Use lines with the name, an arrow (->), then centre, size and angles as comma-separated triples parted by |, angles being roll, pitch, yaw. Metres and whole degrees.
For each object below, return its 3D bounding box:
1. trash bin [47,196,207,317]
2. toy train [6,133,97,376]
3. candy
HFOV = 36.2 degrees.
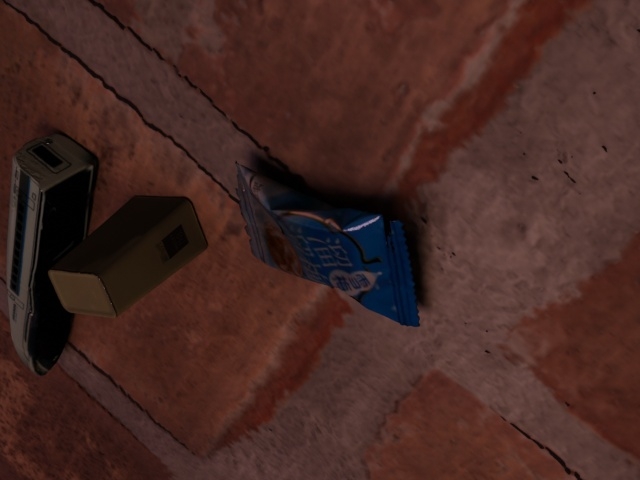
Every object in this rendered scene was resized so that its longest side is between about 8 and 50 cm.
trash bin -> -0.131, 0.012, 0.665 | 0.061, 0.092, 0.043 | 3, 124, 37
toy train -> -0.223, 0.026, 0.775 | 0.048, 0.055, 0.252 | 35, 135, 12
candy -> 0.000, 0.000, 0.598 | 0.136, 0.038, 0.088 | 22, 146, 33
